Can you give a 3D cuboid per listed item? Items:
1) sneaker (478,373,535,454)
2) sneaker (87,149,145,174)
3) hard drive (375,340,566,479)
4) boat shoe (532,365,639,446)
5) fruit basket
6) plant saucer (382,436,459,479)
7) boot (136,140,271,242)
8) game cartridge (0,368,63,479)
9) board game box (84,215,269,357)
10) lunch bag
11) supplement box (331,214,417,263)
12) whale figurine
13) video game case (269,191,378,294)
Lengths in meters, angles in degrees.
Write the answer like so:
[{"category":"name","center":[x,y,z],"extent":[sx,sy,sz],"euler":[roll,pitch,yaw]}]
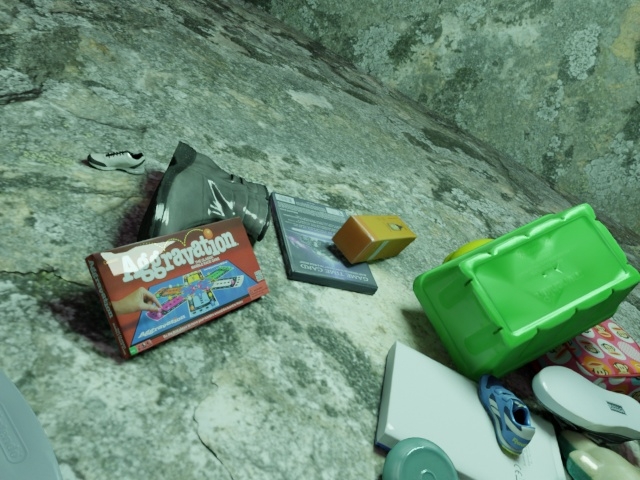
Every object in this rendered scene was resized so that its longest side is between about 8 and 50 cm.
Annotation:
[{"category":"sneaker","center":[0.308,0.273,0.845],"extent":[0.053,0.059,0.144],"euler":[14,33,-20]},{"category":"sneaker","center":[-0.396,-0.160,1.005],"extent":[0.109,0.044,0.040],"euler":[2,42,-35]},{"category":"hard drive","center":[0.247,0.311,0.838],"extent":[0.318,0.040,0.210],"euler":[28,31,-2]},{"category":"boat shoe","center":[0.487,0.321,0.959],"extent":[0.301,0.102,0.108],"euler":[21,38,-26]},{"category":"fruit basket","center":[0.379,0.104,1.056],"extent":[0.391,0.392,0.283],"euler":[-8,63,-46]},{"category":"plant saucer","center":[0.143,0.329,0.702],"extent":[0.119,0.021,0.120],"euler":[11,55,-15]},{"category":"boot","center":[-0.195,-0.052,0.952],"extent":[0.222,0.118,0.338],"euler":[26,35,-18]},{"category":"game cartridge","center":[-0.360,0.215,0.467],"extent":[0.294,0.060,0.196],"euler":[44,37,24]},{"category":"board game box","center":[-0.201,0.057,0.788],"extent":[0.281,0.027,0.145],"euler":[-21,88,-53]},{"category":"lunch bag","center":[0.583,0.237,1.149],"extent":[0.292,0.120,0.258],"euler":[13,34,-25]},{"category":"supplement box","center":[0.125,-0.007,1.138],"extent":[0.078,0.080,0.233],"euler":[50,28,21]},{"category":"whale figurine","center":[0.453,0.412,0.801],"extent":[0.216,0.141,0.272],"euler":[37,6,-8]},{"category":"video game case","center":[0.000,0.000,1.114],"extent":[0.195,0.026,0.274],"euler":[13,35,-25]}]
